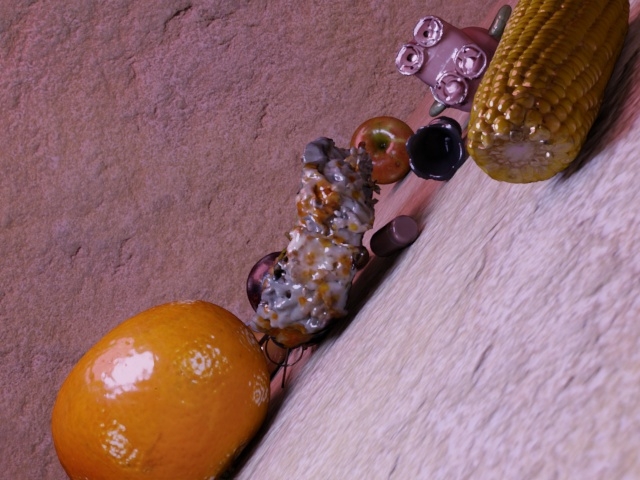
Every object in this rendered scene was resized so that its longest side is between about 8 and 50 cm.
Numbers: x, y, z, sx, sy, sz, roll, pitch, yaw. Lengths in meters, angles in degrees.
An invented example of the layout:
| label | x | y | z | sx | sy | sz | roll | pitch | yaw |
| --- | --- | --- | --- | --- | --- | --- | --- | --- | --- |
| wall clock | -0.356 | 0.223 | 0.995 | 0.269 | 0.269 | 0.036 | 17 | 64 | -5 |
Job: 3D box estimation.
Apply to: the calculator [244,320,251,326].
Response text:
| label | x | y | z | sx | sy | sz | roll | pitch | yaw |
| --- | --- | --- | --- | --- | --- | --- | --- | --- | --- |
| calculator | -0.185 | 0.284 | 1.868 | 0.185 | 0.041 | 0.299 | -58 | -24 | 8 |

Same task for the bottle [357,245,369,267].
| label | x | y | z | sx | sy | sz | roll | pitch | yaw |
| --- | --- | --- | --- | --- | --- | --- | --- | --- | --- |
| bottle | 0.078 | 0.043 | 1.615 | 0.063 | 0.047 | 0.101 | -17 | -11 | -14 |

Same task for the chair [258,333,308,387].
| label | x | y | z | sx | sy | sz | roll | pitch | yaw |
| --- | --- | --- | --- | --- | --- | --- | --- | --- | --- |
| chair | -0.068 | 0.212 | 1.531 | 0.095 | 0.104 | 0.221 | -27 | 11 | 4 |

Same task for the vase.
| label | x | y | z | sx | sy | sz | roll | pitch | yaw |
| --- | --- | --- | --- | --- | --- | --- | --- | --- | --- |
| vase | 0.238 | -0.195 | 1.443 | 0.115 | 0.115 | 0.237 | -52 | 0 | 20 |

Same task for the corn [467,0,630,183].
| label | x | y | z | sx | sy | sz | roll | pitch | yaw |
| --- | --- | --- | --- | --- | --- | --- | --- | --- | --- |
| corn | 0.264 | -0.199 | 0.824 | 0.144 | 0.144 | 0.387 | -49 | 9 | 52 |

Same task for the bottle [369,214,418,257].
| label | x | y | z | sx | sy | sz | roll | pitch | yaw |
| --- | --- | --- | --- | --- | --- | --- | --- | --- | --- |
| bottle | 0.130 | -0.006 | 1.300 | 0.053 | 0.053 | 0.140 | -54 | 3 | -18 |

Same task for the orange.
| label | x | y | z | sx | sy | sz | roll | pitch | yaw |
| --- | --- | --- | --- | --- | --- | --- | --- | --- | --- |
| orange | -0.279 | 0.313 | 1.338 | 0.424 | 0.326 | 0.424 | -41 | -13 | -12 |

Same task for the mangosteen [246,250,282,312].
| label | x | y | z | sx | sy | sz | roll | pitch | yaw |
| --- | --- | --- | --- | --- | --- | --- | --- | --- | --- |
| mangosteen | -0.086 | 0.125 | 1.810 | 0.192 | 0.192 | 0.217 | -53 | 17 | -5 |

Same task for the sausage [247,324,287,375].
| label | x | y | z | sx | sy | sz | roll | pitch | yaw |
| --- | --- | --- | --- | --- | --- | --- | --- | --- | --- |
| sausage | -0.169 | 0.294 | 1.714 | 0.136 | 0.120 | 0.241 | 30 | 83 | 42 |

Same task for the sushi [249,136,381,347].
| label | x | y | z | sx | sy | sz | roll | pitch | yaw |
| --- | --- | --- | --- | --- | --- | --- | --- | --- | --- |
| sushi | 0.001 | -0.004 | 1.370 | 0.417 | 0.176 | 0.417 | 17 | -90 | -87 |

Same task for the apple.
| label | x | y | z | sx | sy | sz | roll | pitch | yaw |
| --- | --- | --- | --- | --- | --- | --- | --- | --- | --- |
| apple | 0.177 | -0.251 | 2.030 | 0.196 | 0.196 | 0.196 | -53 | 4 | 5 |

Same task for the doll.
| label | x | y | z | sx | sy | sz | roll | pitch | yaw |
| --- | --- | --- | --- | --- | --- | --- | --- | --- | --- |
| doll | 0.300 | -0.386 | 1.546 | 0.284 | 0.216 | 0.268 | -54 | -3 | 26 |
